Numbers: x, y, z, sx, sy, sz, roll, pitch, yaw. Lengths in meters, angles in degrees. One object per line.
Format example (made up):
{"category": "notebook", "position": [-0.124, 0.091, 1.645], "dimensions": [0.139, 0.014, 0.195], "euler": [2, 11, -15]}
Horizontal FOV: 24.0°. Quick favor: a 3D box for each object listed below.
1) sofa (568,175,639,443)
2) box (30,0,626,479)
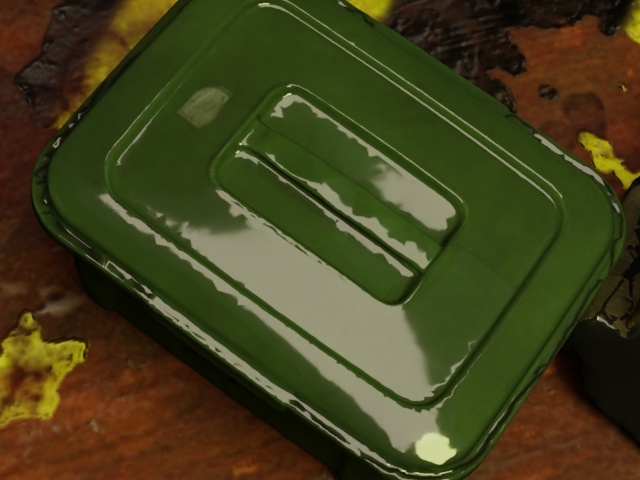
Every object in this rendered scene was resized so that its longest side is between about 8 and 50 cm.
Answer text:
{"category": "sofa", "position": [0.317, 0.054, 1.049], "dimensions": [0.258, 0.182, 0.200], "euler": [27, 49, 3]}
{"category": "box", "position": [0.000, 0.000, 0.997], "dimensions": [0.328, 0.178, 0.253], "euler": [37, 69, 5]}
